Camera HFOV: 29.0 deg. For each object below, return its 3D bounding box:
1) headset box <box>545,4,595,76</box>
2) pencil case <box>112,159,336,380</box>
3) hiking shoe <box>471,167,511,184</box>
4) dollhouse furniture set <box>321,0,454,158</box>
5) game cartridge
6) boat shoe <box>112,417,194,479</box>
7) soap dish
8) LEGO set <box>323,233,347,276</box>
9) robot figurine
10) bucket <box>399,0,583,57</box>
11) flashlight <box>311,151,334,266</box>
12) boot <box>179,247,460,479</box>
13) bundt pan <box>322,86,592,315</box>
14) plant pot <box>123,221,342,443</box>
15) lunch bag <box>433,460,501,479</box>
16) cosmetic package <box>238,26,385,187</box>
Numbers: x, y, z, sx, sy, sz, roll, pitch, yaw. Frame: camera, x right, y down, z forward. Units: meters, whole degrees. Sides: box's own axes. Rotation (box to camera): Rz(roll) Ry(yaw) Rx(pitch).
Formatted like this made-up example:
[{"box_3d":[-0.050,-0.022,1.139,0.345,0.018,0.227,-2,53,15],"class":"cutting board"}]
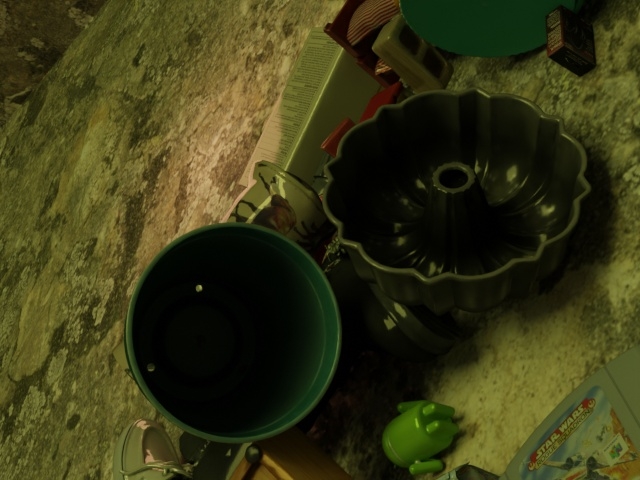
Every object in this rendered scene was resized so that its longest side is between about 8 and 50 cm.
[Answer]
[{"box_3d":[0.333,-0.263,1.649,0.032,0.062,0.083,-36,38,43],"class":"headset box"},{"box_3d":[-0.146,0.076,1.863,0.410,0.160,0.183,-53,12,1],"class":"pencil case"},{"box_3d":[0.207,-0.120,1.749,0.114,0.086,0.227,-35,41,18],"class":"hiking shoe"},{"box_3d":[0.087,-0.263,1.862,0.201,0.152,0.374,-27,28,48],"class":"dollhouse furniture set"},{"box_3d":[0.294,0.257,1.316,0.297,0.062,0.198,-52,35,22],"class":"game cartridge"},{"box_3d":[-0.243,0.415,2.006,0.156,0.136,0.367,-48,36,29],"class":"boat shoe"},{"box_3d":[-0.023,0.397,1.554,0.291,0.118,0.229,38,104,32],"class":"soap dish"},{"box_3d":[0.016,0.016,1.740,0.054,0.023,0.083,-23,35,58],"class":"LEGO set"},{"box_3d":[0.125,0.249,1.588,0.115,0.067,0.101,-41,48,38],"class":"robot figurine"},{"box_3d":[0.235,-0.396,1.712,0.281,0.281,0.183,-28,47,48],"class":"bucket"},{"box_3d":[0.000,0.000,1.972,0.103,0.103,0.304,121,173,-78],"class":"flashlight"},{"box_3d":[-0.020,0.216,1.734,0.445,0.146,0.367,-50,18,9],"class":"boot"},{"box_3d":[0.170,-0.037,1.548,0.124,0.330,0.331,79,-172,-47],"class":"bundt pan"},{"box_3d":[-0.140,0.127,1.631,0.255,0.271,0.272,157,132,-71],"class":"plant pot"},{"box_3d":[0.165,0.298,1.465,0.071,0.083,0.053,-43,35,36],"class":"lunch bag"},{"box_3d":[-0.005,-0.202,2.117,0.160,0.113,0.309,26,91,62],"class":"cosmetic package"}]
